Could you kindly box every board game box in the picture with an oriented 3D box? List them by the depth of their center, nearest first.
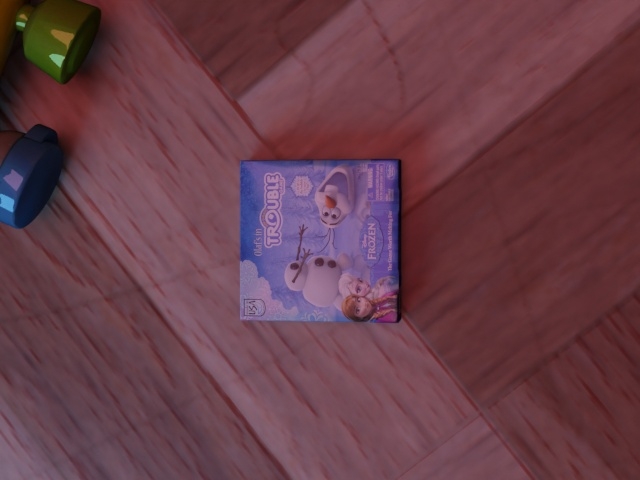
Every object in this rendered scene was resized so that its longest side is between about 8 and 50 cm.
[{"bbox_3d":[0.000,0.000,0.536,0.090,0.020,0.090,0,92,10],"label":"board game box"}]

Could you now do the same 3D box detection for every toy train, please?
[{"bbox_3d":[-0.184,-0.138,0.526,0.143,0.105,0.248,24,95,-3],"label":"toy train"}]
